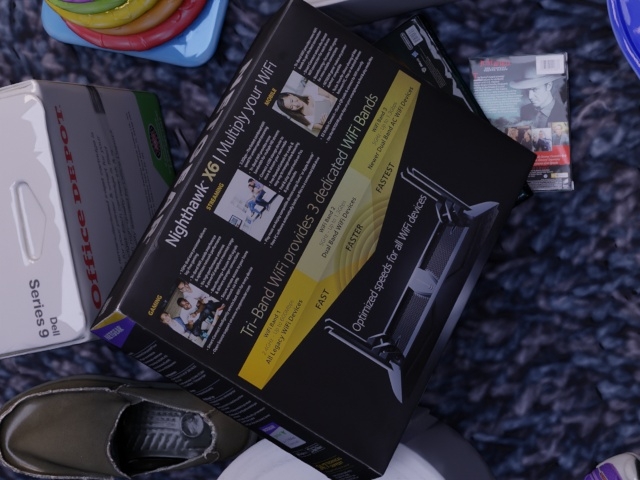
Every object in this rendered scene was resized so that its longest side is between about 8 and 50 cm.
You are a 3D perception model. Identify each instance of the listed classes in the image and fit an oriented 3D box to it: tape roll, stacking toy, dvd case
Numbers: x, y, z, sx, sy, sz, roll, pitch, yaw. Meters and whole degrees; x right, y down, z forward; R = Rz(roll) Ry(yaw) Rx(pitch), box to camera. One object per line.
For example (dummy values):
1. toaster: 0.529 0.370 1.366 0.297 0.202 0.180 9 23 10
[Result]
1. tape roll: 0.029 0.265 1.620 0.246 0.169 0.246 1 92 15
2. stacking toy: -0.193 -0.244 1.592 0.175 0.302 0.166 12 95 14
3. dvd case: 0.173 -0.100 1.653 0.087 0.013 0.119 -3 92 14

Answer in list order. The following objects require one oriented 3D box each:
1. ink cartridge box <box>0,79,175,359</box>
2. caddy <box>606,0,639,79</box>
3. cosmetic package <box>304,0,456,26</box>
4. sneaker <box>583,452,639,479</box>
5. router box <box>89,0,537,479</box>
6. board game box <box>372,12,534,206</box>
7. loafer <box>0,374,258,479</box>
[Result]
1. ink cartridge box: -0.215 -0.018 1.610 0.121 0.289 0.211 -12 88 15
2. caddy: 0.387 -0.161 1.512 0.241 0.179 0.341 -39 69 26
3. cosmetic package: 0.052 -0.288 1.607 0.151 0.151 0.184 -11 88 14
4. sneaker: 0.273 0.265 1.623 0.071 0.068 0.170 -27 76 28
5. router box: 0.000 0.000 1.507 0.243 0.081 0.309 33 67 -11
6. board game box: 0.083 -0.084 1.660 0.126 0.026 0.186 -33 81 19
7. loafer: -0.184 0.166 1.712 0.251 0.087 0.094 -7 90 14
